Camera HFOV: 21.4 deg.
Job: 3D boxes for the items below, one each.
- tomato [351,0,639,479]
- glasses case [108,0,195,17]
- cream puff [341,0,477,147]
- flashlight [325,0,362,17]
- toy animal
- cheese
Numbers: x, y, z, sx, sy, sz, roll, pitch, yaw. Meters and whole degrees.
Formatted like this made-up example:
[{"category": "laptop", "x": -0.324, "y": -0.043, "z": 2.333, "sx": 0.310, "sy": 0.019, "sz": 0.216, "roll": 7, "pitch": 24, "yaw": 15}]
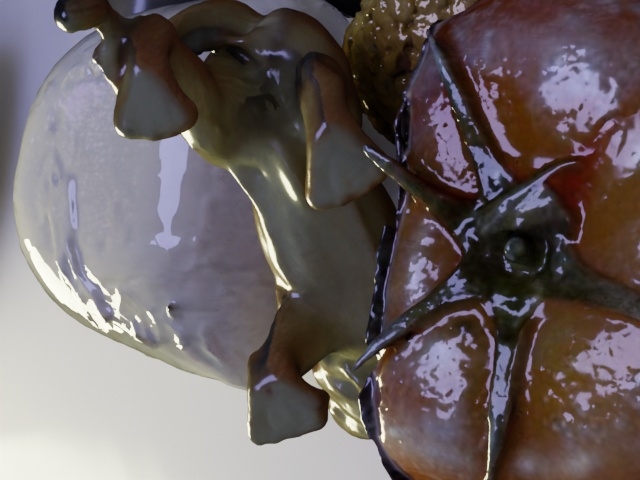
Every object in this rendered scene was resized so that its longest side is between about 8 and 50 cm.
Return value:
[{"category": "tomato", "x": 0.126, "y": 0.008, "z": 0.627, "sx": 0.155, "sy": 0.181, "sz": 0.214, "roll": 3, "pitch": 90, "yaw": 45}, {"category": "glasses case", "x": -0.115, "y": -0.094, "z": 1.037, "sx": 0.072, "sy": 0.042, "sz": 0.190, "roll": 8, "pitch": 90, "yaw": 58}, {"category": "cream puff", "x": 0.065, "y": -0.082, "z": 0.743, "sx": 0.119, "sy": 0.133, "sz": 0.104, "roll": 41, "pitch": 84, "yaw": 22}, {"category": "flashlight", "x": -0.005, "y": -0.327, "z": 0.910, "sx": 0.103, "sy": 0.103, "sz": 0.424, "roll": -21, "pitch": 66, "yaw": 47}, {"category": "toy animal", "x": 0.000, "y": 0.000, "z": 0.725, "sx": 0.097, "sy": 0.312, "sz": 0.157, "roll": -20, "pitch": 24, "yaw": 9}, {"category": "cheese", "x": -0.068, "y": -0.033, "z": 0.876, "sx": 0.189, "sy": 0.154, "sz": 0.198, "roll": 11, "pitch": 93, "yaw": 35}]
